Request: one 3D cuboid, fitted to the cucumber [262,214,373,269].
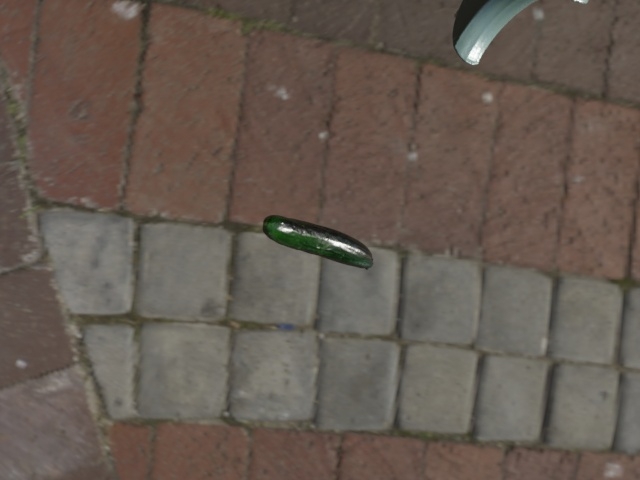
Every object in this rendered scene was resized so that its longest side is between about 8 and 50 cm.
[{"bbox_3d":[0.000,0.000,1.397,0.184,0.033,0.036,16,49,-47],"label":"cucumber"}]

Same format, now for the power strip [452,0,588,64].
[{"bbox_3d":[0.276,-0.347,1.855,0.054,0.253,0.167,33,55,-27],"label":"power strip"}]
